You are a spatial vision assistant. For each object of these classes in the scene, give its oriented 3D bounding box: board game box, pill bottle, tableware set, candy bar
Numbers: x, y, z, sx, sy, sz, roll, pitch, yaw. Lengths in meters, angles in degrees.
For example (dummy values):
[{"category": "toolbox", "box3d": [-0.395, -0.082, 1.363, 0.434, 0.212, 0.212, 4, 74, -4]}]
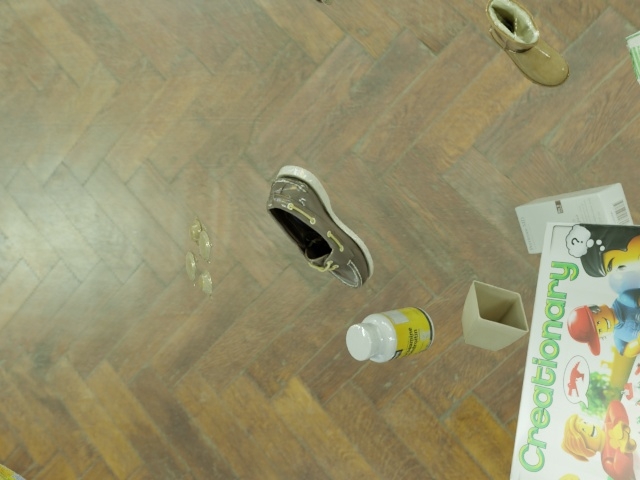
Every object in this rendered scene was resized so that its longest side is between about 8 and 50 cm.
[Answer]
[{"category": "board game box", "box3d": [0.299, 0.136, 0.630, 0.193, 0.053, 0.306, 4, 83, 46]}, {"category": "pill bottle", "box3d": [0.147, 0.202, 1.374, 0.103, 0.184, 0.103, 8, 100, 50]}, {"category": "tableware set", "box3d": [-0.249, 0.034, 1.342, 0.141, 0.020, 0.169, 47, 135, 49]}, {"category": "candy bar", "box3d": [-0.301, 0.250, 0.648, 0.161, 0.018, 0.040, -4, 117, 47]}]

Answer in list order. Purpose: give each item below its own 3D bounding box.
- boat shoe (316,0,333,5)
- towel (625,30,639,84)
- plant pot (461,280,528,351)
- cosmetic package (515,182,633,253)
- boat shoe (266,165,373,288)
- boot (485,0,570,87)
[{"category": "boat shoe", "box3d": [0.003, -0.241, 0.562, 0.043, 0.137, 0.049, 21, 126, -2]}, {"category": "towel", "box3d": [0.795, -0.352, 1.345, 0.247, 0.038, 0.325, -23, 56, 31]}, {"category": "plant pot", "box3d": [0.348, 0.165, 1.333, 0.109, 0.109, 0.096, 16, 130, -9]}, {"category": "cosmetic package", "box3d": [0.544, -0.043, 1.399, 0.231, 0.085, 0.117, -14, 95, 60]}, {"category": "boat shoe", "box3d": [0.000, 0.000, 1.258, 0.116, 0.324, 0.097, 2, 52, 37]}, {"category": "boot", "box3d": [0.456, -0.426, 1.422, 0.236, 0.269, 0.089, 38, 107, 5]}]
